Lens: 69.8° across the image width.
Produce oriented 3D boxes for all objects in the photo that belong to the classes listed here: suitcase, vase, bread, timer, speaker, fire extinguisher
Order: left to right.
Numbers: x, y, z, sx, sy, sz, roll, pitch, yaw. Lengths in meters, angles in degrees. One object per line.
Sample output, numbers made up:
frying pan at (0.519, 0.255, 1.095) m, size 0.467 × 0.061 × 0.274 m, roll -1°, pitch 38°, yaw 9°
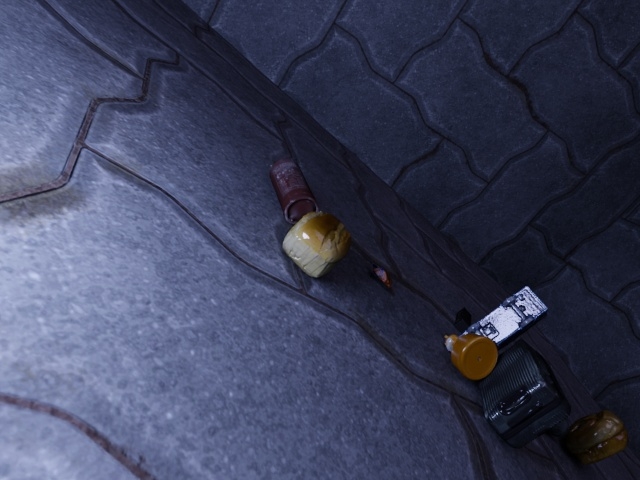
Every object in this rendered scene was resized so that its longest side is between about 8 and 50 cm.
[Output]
fire extinguisher at (-0.079, -0.155, 1.281) m, size 0.105 × 0.105 × 0.269 m, roll 32°, pitch 22°, yaw -36°
bread at (0.000, 0.000, 1.111) m, size 0.140 × 0.106 × 0.236 m, roll 43°, pitch 17°, yaw 0°
timer at (0.424, 0.323, 1.363) m, size 0.132 × 0.132 × 0.152 m, roll 38°, pitch -5°, yaw -21°
speaker at (0.546, 0.304, 1.747) m, size 0.046 × 0.040 × 0.191 m, roll 49°, pitch 18°, yaw 8°
suitcase at (0.550, 0.410, 1.267) m, size 0.128 × 0.202 × 0.312 m, roll 46°, pitch 17°, yaw 2°
vase at (0.737, 0.576, 1.503) m, size 0.219 × 0.096 × 0.096 m, roll 37°, pitch 19°, yaw -32°
bread at (0.941, 0.668, 1.570) m, size 0.236 × 0.198 × 0.120 m, roll 15°, pitch 40°, yaw -58°

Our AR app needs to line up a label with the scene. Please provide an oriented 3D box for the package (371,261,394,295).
package at (0.194, 0.112, 1.407) m, size 0.111 × 0.033 × 0.077 m, roll 44°, pitch 8°, yaw -20°

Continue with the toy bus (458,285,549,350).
toy bus at (0.565, 0.277, 1.442) m, size 0.131 × 0.297 × 0.106 m, roll 30°, pitch 23°, yaw -55°
